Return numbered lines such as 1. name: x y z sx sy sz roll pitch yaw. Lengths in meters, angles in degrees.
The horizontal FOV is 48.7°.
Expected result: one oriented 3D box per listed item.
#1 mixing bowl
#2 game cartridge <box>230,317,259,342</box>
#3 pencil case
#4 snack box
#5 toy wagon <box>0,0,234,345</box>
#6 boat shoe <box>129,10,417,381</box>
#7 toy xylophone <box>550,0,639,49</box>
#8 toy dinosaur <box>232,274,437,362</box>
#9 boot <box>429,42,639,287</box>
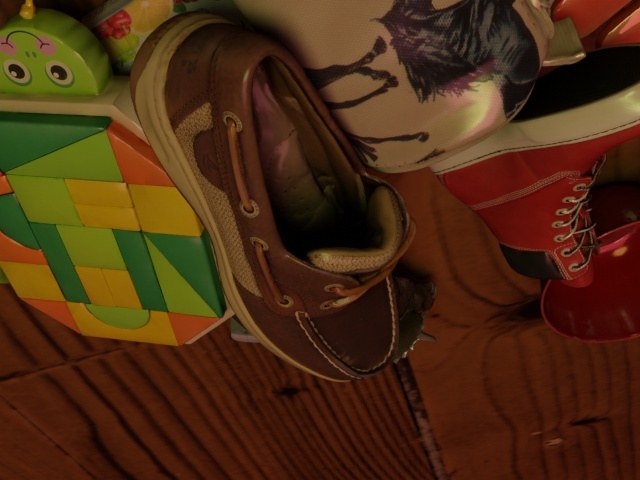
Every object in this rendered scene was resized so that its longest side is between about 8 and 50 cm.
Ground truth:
1. mixing bowl: 0.297 0.010 0.714 0.182 0.098 0.181 -4 135 -4
2. game cartridge: -0.056 0.084 0.771 0.083 0.056 0.017 -7 136 0
3. pencil case: -0.002 -0.225 0.394 0.184 0.159 0.410 -26 133 17
4. snack box: -0.096 -0.158 0.536 0.141 0.037 0.100 -26 134 18
5. toy wagon: -0.187 -0.044 0.569 0.267 0.068 0.344 4 136 10
6. boat shoe: 0.000 0.000 0.500 0.123 0.123 0.342 -46 132 -25
7. toy xylophone: 0.323 -0.201 0.519 0.323 0.081 0.236 24 127 -28
8. toy dinosaur: -0.011 0.051 0.693 0.314 0.121 0.160 2 114 -12
9. boot: 0.204 -0.041 0.551 0.176 0.088 0.244 51 158 -10
